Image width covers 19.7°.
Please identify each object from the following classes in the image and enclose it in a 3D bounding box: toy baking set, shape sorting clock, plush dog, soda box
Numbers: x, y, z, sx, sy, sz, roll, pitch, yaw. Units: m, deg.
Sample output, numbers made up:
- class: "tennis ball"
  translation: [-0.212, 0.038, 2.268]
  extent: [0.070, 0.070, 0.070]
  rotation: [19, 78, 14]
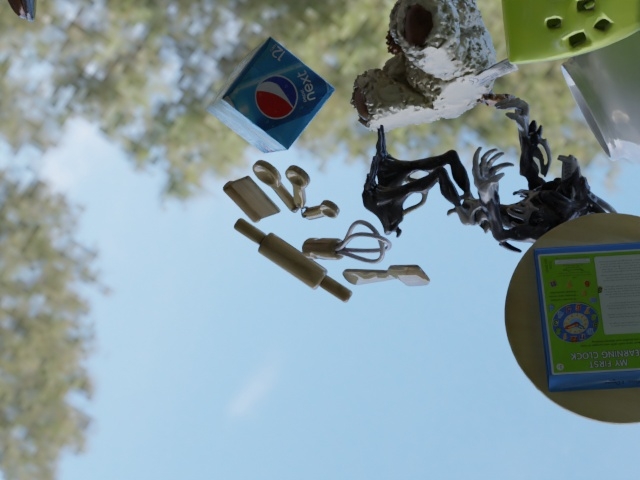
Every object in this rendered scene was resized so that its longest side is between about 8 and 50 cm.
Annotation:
- class: "toy baking set"
  translation: [-0.003, 0.002, 2.095]
  extent: [0.030, 0.256, 0.197]
  rotation: [-53, 178, -26]
- class: "shape sorting clock"
  translation: [0.272, 0.071, 1.702]
  extent: [0.040, 0.206, 0.206]
  rotation: [89, 21, -64]
- class: "plush dog"
  translation: [0.168, -0.288, 2.562]
  extent: [0.262, 0.210, 0.225]
  rotation: [123, -32, -51]
- class: "soda box"
  translation: [-0.046, -0.122, 1.591]
  extent: [0.067, 0.071, 0.210]
  rotation: [-52, -173, -2]

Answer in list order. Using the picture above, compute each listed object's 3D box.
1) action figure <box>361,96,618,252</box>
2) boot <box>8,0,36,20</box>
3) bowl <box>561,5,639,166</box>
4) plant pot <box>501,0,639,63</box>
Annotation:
- class: "action figure"
  translation: [0.187, -0.064, 1.962]
  extent: [0.164, 0.275, 0.141]
  rotation: [-65, 158, -60]
- class: "boot"
  translation: [-0.238, -0.172, 1.123]
  extent: [0.114, 0.106, 0.037]
  rotation: [-14, -162, 6]
- class: "bowl"
  translation: [0.396, -0.192, 2.341]
  extent: [0.134, 0.298, 0.298]
  rotation: [-29, -153, 4]
- class: "plant pot"
  translation: [0.314, -0.348, 2.083]
  extent: [0.207, 0.227, 0.228]
  rotation: [1, -142, 14]
